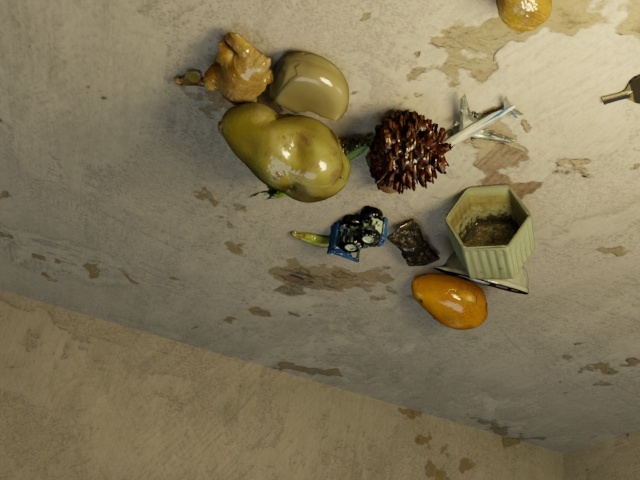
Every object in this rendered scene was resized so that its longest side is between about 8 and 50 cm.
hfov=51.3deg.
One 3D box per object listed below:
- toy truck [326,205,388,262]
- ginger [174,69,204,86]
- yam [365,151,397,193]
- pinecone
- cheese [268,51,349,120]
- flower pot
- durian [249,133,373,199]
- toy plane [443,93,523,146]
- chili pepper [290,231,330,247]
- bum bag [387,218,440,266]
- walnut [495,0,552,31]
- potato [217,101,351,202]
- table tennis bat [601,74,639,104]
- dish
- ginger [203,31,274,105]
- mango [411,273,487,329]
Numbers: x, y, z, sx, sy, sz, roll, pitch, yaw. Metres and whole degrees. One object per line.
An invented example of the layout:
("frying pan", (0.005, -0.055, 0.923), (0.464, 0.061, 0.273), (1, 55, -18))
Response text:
("toy truck", (0.122, -0.014, 2.112), (0.208, 0.113, 0.126), (-19, 138, 40))
("ginger", (-0.330, -0.410, 1.699), (0.097, 0.030, 0.048), (5, 149, 7))
("yam", (0.178, -0.192, 1.844), (0.084, 0.084, 0.127), (-3, 145, 20))
("pinecone", (0.224, -0.217, 1.671), (0.221, 0.221, 0.221), (8, 148, 5))
("cheese", (-0.018, -0.366, 1.621), (0.202, 0.091, 0.175), (24, 147, -21))
("flower pot", (0.484, -0.021, 1.903), (0.209, 0.239, 0.189), (27, 161, 35))
("durian", (-0.029, -0.212, 1.827), (0.375, 0.106, 0.132), (-25, 162, 11))
("toy plane", (0.390, -0.285, 1.658), (0.226, 0.058, 0.226), (30, 147, -36))
("chili pepper", (0.000, 0.001, 2.237), (0.208, 0.043, 0.049), (3, 160, 12))
("bum bag", (0.298, 0.019, 2.149), (0.102, 0.069, 0.248), (-37, 133, 4))
("walnut", (0.405, -0.470, 1.324), (0.124, 0.105, 0.105), (27, 144, -25))
("potato", (-0.088, -0.225, 1.660), (0.351, 0.202, 0.218), (24, 179, -8))
("table tennis bat", (0.724, -0.340, 1.514), (0.158, 0.014, 0.095), (-12, 142, 29))
("dish", (0.521, 0.077, 2.082), (0.303, 0.120, 0.303), (16, 178, 1))
("ginger", (-0.199, -0.398, 1.613), (0.157, 0.102, 0.216), (26, 146, -15))
("mango", (0.454, 0.203, 2.325), (0.290, 0.160, 0.191), (25, 153, -4))
